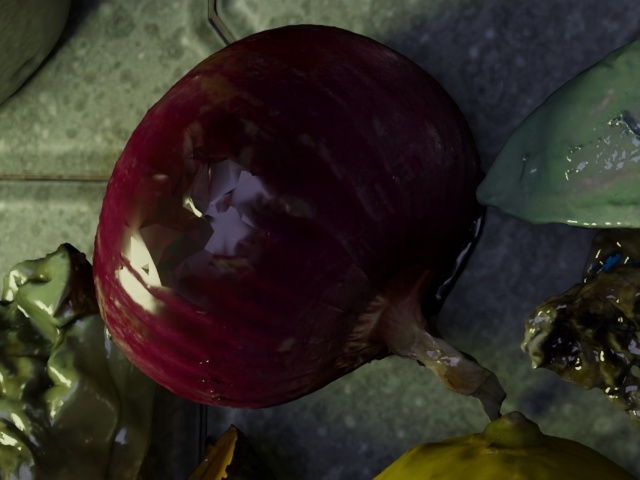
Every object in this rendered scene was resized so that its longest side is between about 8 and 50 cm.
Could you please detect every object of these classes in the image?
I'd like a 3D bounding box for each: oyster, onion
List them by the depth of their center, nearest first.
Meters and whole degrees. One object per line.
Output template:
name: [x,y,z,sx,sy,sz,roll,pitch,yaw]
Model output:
oyster: [0.268,0.047,0.846,0.214,0.083,0.223,37,97,15]
onion: [-0.025,-0.018,0.885,0.272,0.230,0.256,9,94,27]

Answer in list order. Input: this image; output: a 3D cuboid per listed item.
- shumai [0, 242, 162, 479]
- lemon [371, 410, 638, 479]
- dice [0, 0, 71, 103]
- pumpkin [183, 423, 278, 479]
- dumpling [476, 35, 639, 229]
shumai: [-0.201,0.121,1.006,0.256,0.189,0.218,34,82,26]
lemon: [0.112,0.258,0.817,0.260,0.260,0.284,29,115,19]
dice: [-0.322,-0.200,1.021,0.193,0.192,0.194,-44,77,15]
pumpkin: [-0.049,0.213,0.918,0.111,0.278,0.163,25,71,-8]
dumpling: [0.196,-0.067,0.827,0.216,0.149,0.105,-30,88,11]
